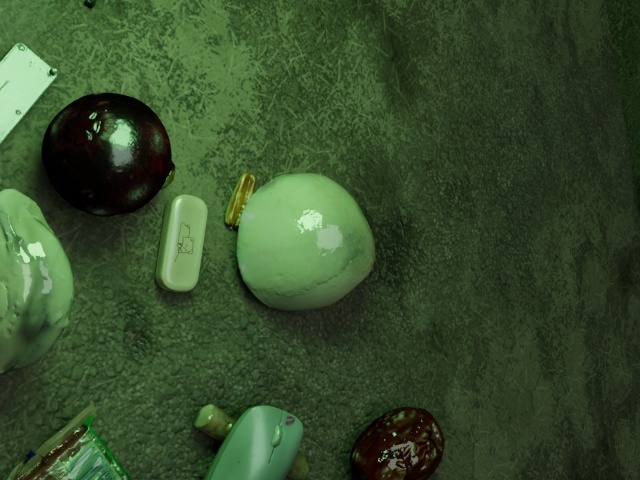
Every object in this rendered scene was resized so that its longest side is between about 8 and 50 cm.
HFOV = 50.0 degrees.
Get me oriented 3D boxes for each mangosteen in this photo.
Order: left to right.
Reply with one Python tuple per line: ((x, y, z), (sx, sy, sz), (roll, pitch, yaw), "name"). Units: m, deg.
((-0.373, -0.142, 1.247), (0.265, 0.228, 0.228), (67, 41, -66), "mangosteen")

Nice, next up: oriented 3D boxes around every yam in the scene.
((-0.143, 0.429, 1.450), (0.299, 0.066, 0.066), (36, 66, -30), "yam")

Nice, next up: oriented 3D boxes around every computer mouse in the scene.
((-0.141, 0.475, 1.377), (0.159, 0.097, 0.288), (30, 93, -27), "computer mouse")

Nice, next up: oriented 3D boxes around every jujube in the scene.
((0.182, 0.501, 1.628), (0.243, 0.183, 0.183), (-26, 102, -27), "jujube")

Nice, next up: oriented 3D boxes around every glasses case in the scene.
((-0.280, 0.006, 1.385), (0.083, 0.050, 0.196), (11, 81, -33), "glasses case")

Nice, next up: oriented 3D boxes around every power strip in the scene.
((-0.574, -0.258, 1.179), (0.145, 0.061, 0.216), (41, 64, -28), "power strip")

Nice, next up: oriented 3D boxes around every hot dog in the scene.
((-0.172, -0.086, 1.483), (0.056, 0.041, 0.133), (22, 81, -33), "hot dog")

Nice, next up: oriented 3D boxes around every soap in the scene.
((-0.412, 0.468, 1.224), (0.218, 0.098, 0.273), (-41, 111, -31), "soap")

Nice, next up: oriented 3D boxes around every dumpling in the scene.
((-0.471, 0.077, 1.134), (0.243, 0.187, 0.318), (-27, 133, -75), "dumpling")

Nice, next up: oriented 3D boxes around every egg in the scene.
((0.000, 0.000, 1.491), (0.337, 0.201, 0.337), (4, 85, -44), "egg")

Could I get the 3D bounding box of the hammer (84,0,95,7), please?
((-0.496, -0.528, 1.281), (0.201, 0.021, 0.078), (33, 68, -31), "hammer")
